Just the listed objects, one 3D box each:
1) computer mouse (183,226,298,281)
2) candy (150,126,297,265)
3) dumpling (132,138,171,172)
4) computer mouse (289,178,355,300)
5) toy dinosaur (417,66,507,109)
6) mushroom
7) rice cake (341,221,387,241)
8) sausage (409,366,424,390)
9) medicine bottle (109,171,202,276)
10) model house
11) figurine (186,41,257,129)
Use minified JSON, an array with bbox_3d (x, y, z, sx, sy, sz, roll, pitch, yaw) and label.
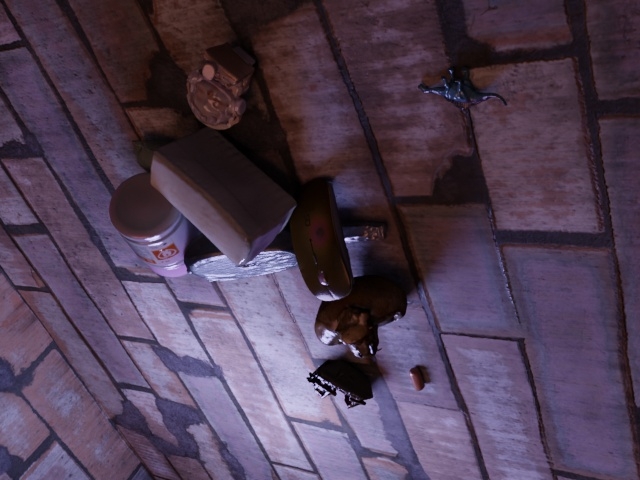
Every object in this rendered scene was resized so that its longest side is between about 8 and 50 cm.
[{"bbox_3d":[-0.208,0.024,1.984,0.373,0.114,0.203,-9,152,16],"label":"computer mouse"},{"bbox_3d":[-0.253,-0.117,1.800,0.358,0.208,0.145,41,137,13],"label":"candy"},{"bbox_3d":[-0.434,-0.222,1.976,0.219,0.108,0.152,36,-179,11],"label":"dumpling"},{"bbox_3d":[0.000,0.000,1.782,0.158,0.071,0.311,-18,82,45],"label":"computer mouse"},{"bbox_3d":[0.284,-0.306,1.426,0.197,0.045,0.080,18,150,31],"label":"toy dinosaur"},{"bbox_3d":[0.104,0.194,1.862,0.263,0.283,0.195,-20,104,4],"label":"mushroom"},{"bbox_3d":[0.061,-0.019,1.848,0.269,0.049,0.055,-5,103,37],"label":"rice cake"},{"bbox_3d":[0.289,0.416,2.109,0.034,0.034,0.083,1,128,34],"label":"sausage"},{"bbox_3d":[-0.453,-0.036,1.995,0.202,0.202,0.316,24,161,14],"label":"medicine bottle"},{"bbox_3d":[0.055,0.472,2.248,0.203,0.141,0.164,35,129,-3],"label":"model house"},{"bbox_3d":[-0.246,-0.353,1.674,0.162,0.141,0.237,43,140,0],"label":"figurine"}]
